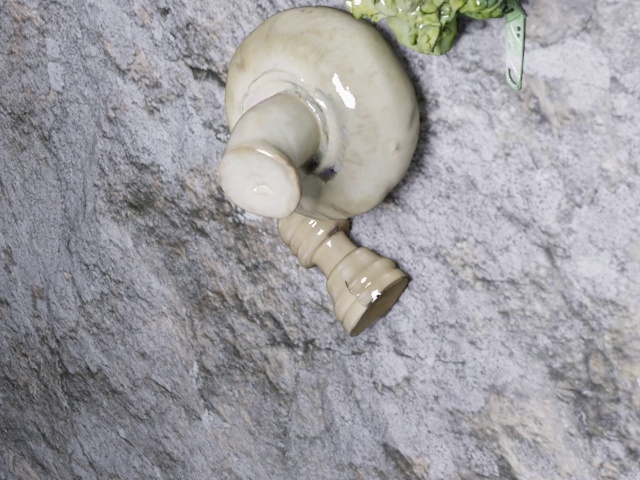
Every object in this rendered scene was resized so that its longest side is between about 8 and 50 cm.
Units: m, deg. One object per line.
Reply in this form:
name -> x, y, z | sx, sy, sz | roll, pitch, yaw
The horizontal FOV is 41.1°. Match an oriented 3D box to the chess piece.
chess piece -> 0.000, 0.000, 1.416 | 0.307, 0.124, 0.139 | 49, 167, 18

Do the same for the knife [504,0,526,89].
knife -> 0.252, -0.297, 1.107 | 0.030, 0.014, 0.207 | 14, 120, 37

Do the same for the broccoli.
broccoli -> 0.111, -0.339, 1.090 | 0.248, 0.288, 0.245 | -1, 132, 3

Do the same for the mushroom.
mushroom -> 0.009, -0.168, 1.228 | 0.356, 0.315, 0.315 | -118, 30, -54
